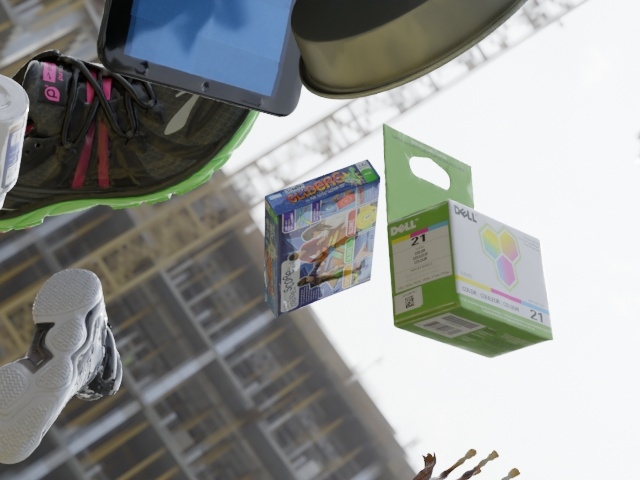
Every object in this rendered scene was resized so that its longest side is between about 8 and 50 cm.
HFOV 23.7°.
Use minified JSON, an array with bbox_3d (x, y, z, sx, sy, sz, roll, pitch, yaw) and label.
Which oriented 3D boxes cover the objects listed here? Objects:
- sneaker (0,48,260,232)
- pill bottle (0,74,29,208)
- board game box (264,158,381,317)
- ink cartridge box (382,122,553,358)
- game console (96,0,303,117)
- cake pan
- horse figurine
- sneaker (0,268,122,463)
[{"bbox_3d":[-0.299,-0.152,2.000,0.202,0.483,0.185,66,6,-49],"label":"sneaker"},{"bbox_3d":[-0.288,-0.078,1.302,0.067,0.067,0.120,43,-43,23],"label":"pill bottle"},{"bbox_3d":[0.000,0.000,1.829,0.035,0.136,0.201,57,-22,33],"label":"board game box"},{"bbox_3d":[0.168,-0.010,1.777,0.097,0.189,0.255,-21,-118,37],"label":"ink cartridge box"},{"bbox_3d":[-0.053,-0.272,1.538,0.250,0.293,0.173,-27,-113,35],"label":"game console"},{"bbox_3d":[0.090,-0.247,1.423,0.293,0.293,0.054,9,-37,54],"label":"cake pan"},{"bbox_3d":[0.161,0.345,2.073,0.066,0.174,0.263,58,-14,-2],"label":"horse figurine"},{"bbox_3d":[-0.319,0.178,1.885,0.101,0.268,0.153,5,-35,20],"label":"sneaker"}]
